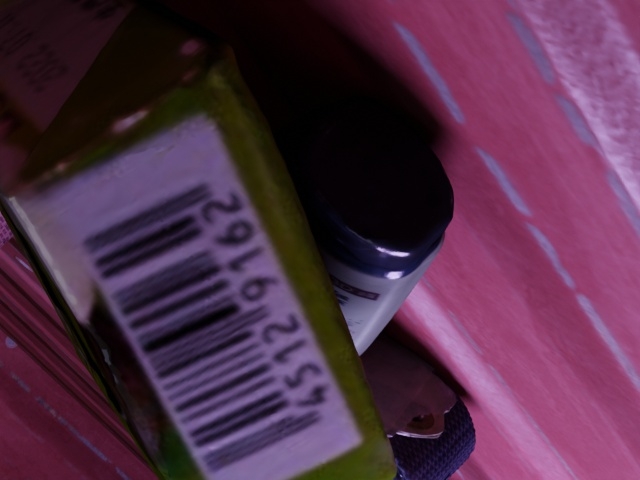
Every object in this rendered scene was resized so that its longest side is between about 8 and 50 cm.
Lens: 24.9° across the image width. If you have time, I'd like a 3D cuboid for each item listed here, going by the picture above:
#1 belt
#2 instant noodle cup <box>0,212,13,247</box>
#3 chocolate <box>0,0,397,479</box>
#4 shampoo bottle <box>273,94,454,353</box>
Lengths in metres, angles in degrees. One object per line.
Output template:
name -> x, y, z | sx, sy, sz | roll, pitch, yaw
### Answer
belt -> 0.014, 0.125, 1.183 | 0.230, 0.126, 0.140 | 35, 137, 19
instant noodle cup -> -0.465, -0.035, 1.635 | 0.243, 0.231, 0.243 | 36, 165, 11
chocolate -> -0.107, -0.004, 0.866 | 0.289, 0.137, 0.301 | 43, 158, 55
shampoo bottle -> 0.000, 0.000, 0.947 | 0.134, 0.078, 0.359 | 47, 166, 7
